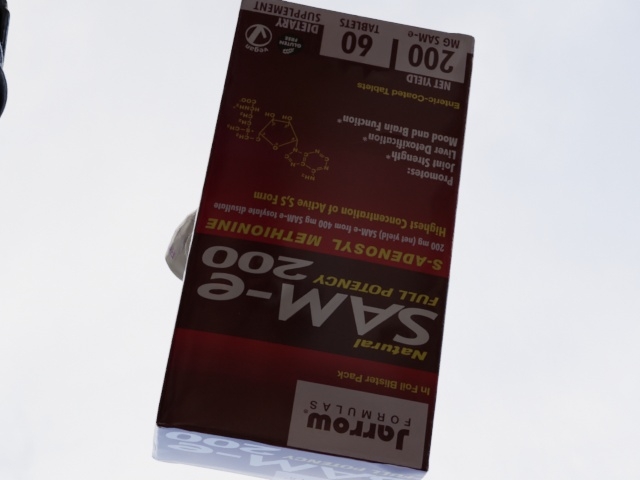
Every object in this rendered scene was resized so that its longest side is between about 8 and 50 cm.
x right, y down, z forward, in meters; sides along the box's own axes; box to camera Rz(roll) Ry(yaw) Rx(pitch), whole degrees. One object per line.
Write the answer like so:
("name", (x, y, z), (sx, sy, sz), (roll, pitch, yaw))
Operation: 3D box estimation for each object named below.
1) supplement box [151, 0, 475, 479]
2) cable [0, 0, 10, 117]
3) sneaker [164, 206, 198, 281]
("supplement box", (0.000, 0.000, 0.619), (0.130, 0.073, 0.240), (10, -114, -3))
("cable", (-0.299, -0.124, 0.884), (0.047, 0.150, 0.185), (26, -71, 38))
("sneaker", (-0.052, -0.022, 1.004), (0.152, 0.305, 0.114), (7, -158, 0))
